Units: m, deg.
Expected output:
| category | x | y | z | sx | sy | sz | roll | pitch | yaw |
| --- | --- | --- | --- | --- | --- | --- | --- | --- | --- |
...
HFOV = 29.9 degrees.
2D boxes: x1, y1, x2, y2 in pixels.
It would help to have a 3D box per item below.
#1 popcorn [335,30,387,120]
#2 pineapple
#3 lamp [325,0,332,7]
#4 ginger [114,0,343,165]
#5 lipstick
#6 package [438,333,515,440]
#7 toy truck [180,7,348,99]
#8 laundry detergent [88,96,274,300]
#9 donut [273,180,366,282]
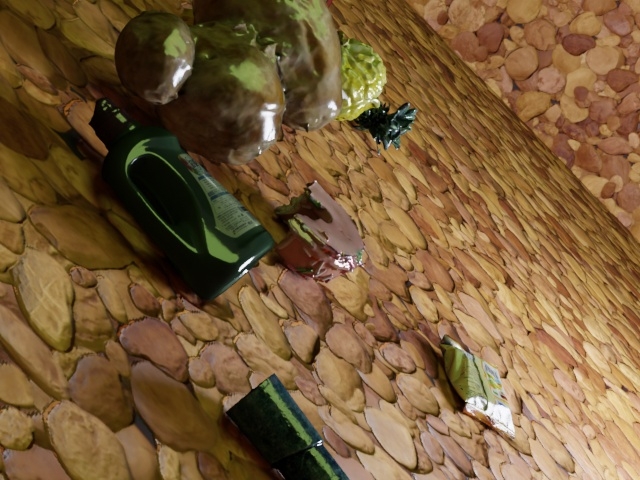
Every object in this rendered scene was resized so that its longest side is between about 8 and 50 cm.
| category | x | y | z | sx | sy | sz | roll | pitch | yaw |
| --- | --- | --- | --- | --- | --- | --- | --- | --- | --- |
| popcorn | 0.034 | -0.258 | 1.887 | 0.135 | 0.142 | 0.162 | -105 | -174 | -59 |
| pineapple | 0.069 | -0.250 | 1.994 | 0.221 | 0.103 | 0.083 | 50 | 18 | 13 |
| lamp | -0.063 | -0.445 | 1.928 | 0.227 | 0.227 | 0.227 | 41 | 20 | -18 |
| ginger | -0.099 | -0.204 | 1.377 | 0.244 | 0.155 | 0.304 | 59 | 41 | -13 |
| lipstick | 0.015 | 0.217 | 1.015 | 0.234 | 0.053 | 0.053 | 50 | 19 | 2 |
| package | 0.198 | 0.185 | 1.508 | 0.108 | 0.031 | 0.120 | 33 | 29 | -35 |
| toy truck | -0.080 | -0.236 | 1.635 | 0.136 | 0.111 | 0.286 | 23 | -6 | 36 |
| laundry detergent | -0.149 | -0.049 | 1.155 | 0.221 | 0.078 | 0.144 | 48 | 23 | 0 |
| donut | 0.000 | 0.000 | 1.399 | 0.117 | 0.065 | 0.166 | 42 | 20 | -9 |
